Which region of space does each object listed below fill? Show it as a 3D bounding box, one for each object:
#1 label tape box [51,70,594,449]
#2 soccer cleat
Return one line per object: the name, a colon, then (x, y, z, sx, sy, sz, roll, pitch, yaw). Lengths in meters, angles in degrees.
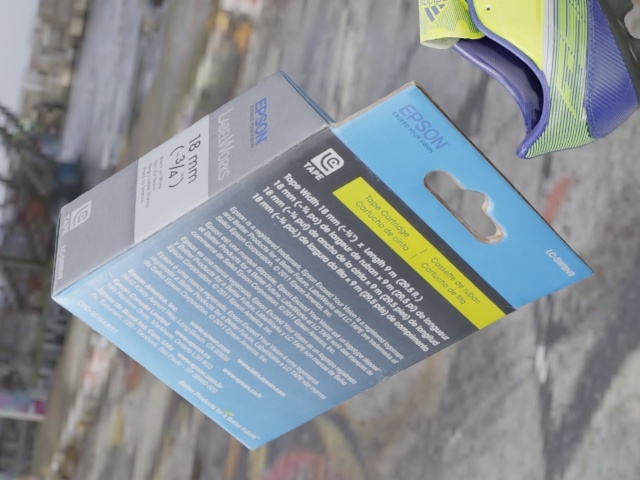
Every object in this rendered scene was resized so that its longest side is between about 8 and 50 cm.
label tape box: (0.000, 0.000, 1.244, 0.334, 0.240, 0.106, -30, 38, 24)
soccer cleat: (0.097, -0.185, 1.021, 0.289, 0.121, 0.093, 59, 180, 1)
